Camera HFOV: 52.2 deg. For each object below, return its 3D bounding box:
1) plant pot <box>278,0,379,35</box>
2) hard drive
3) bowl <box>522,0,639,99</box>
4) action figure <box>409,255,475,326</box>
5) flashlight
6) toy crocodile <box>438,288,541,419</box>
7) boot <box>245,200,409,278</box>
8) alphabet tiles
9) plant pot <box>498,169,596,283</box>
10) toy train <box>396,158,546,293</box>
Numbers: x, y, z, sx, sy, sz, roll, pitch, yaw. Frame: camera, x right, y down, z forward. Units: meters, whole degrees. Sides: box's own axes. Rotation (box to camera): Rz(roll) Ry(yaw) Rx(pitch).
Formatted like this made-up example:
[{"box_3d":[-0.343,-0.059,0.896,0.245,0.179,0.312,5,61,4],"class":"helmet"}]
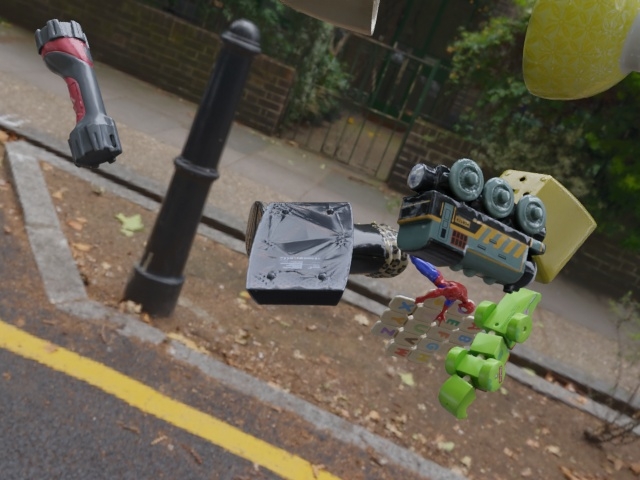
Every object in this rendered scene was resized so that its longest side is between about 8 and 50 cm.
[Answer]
[{"box_3d":[-0.001,-0.604,1.452,0.274,0.256,0.256,9,17,5],"class":"plant pot"},{"box_3d":[-0.029,0.019,1.119,0.172,0.054,0.254,0,36,5],"class":"hard drive"},{"box_3d":[0.477,-0.352,1.067,0.156,0.289,0.289,32,20,32],"class":"bowl"},{"box_3d":[0.259,0.111,1.649,0.280,0.139,0.091,41,15,24],"class":"action figure"},{"box_3d":[-0.491,-0.291,1.308,0.103,0.103,0.304,-5,70,-39],"class":"flashlight"},{"box_3d":[0.374,0.236,1.424,0.115,0.340,0.105,14,-34,45],"class":"toy crocodile"},{"box_3d":[0.000,0.000,1.478,0.284,0.138,0.377,6,4,-24],"class":"boot"},{"box_3d":[0.295,0.242,1.787,0.278,0.284,0.021,18,41,-14],"class":"alphabet tiles"},{"box_3d":[0.501,-0.053,1.599,0.187,0.212,0.212,53,-17,-29],"class":"plant pot"},{"box_3d":[0.291,-0.023,1.233,0.334,0.190,0.142,22,-14,-28],"class":"toy train"}]
